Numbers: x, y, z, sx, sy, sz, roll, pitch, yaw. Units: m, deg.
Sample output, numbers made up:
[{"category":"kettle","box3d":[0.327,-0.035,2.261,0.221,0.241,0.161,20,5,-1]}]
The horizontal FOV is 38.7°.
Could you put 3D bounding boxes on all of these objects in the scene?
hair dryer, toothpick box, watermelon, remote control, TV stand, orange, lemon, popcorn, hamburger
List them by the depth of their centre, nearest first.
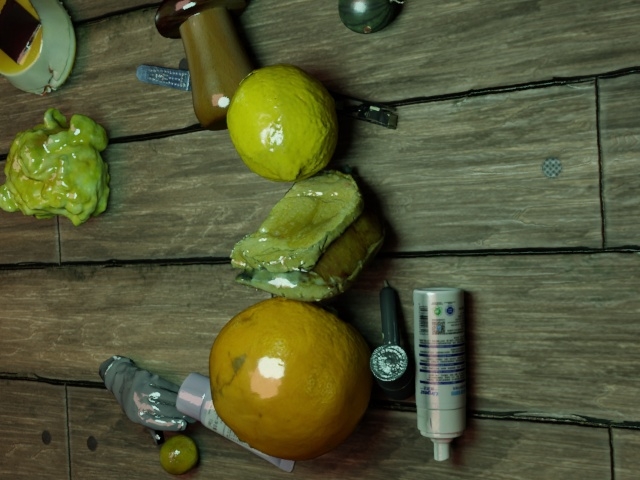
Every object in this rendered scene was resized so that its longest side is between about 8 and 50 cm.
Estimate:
[{"category":"hamburger","box3d":[0.000,0.000,1.657,0.211,0.309,0.133,21,144,36]},{"category":"watermelon","box3d":[0.096,-0.431,1.659,0.133,0.105,0.105,1,93,36]},{"category":"orange","box3d":[-0.055,0.247,1.674,0.312,0.312,0.312,2,93,34]},{"category":"hair dryer","box3d":[0.130,0.175,1.675,0.071,0.124,0.219,-10,63,11]},{"category":"lemon","box3d":[-0.068,-0.217,1.681,0.204,0.204,0.260,-36,50,30]},{"category":"TV stand","box3d":[0.037,-0.262,1.747,0.249,0.036,0.042,21,105,32]},{"category":"toothpick box","box3d":[-0.214,-0.379,1.829,0.192,0.192,0.295,-20,87,33]},{"category":"orange","box3d":[-0.310,0.468,1.984,0.095,0.085,0.085,-36,72,37]},{"category":"remote control","box3d":[-0.343,-0.361,2.006,0.152,0.027,0.044,16,95,31]},{"category":"popcorn","box3d":[-0.610,-0.164,2.076,0.250,0.235,0.242,1,68,16]},{"category":"hamburger","box3d":[-0.695,-0.492,2.168,0.227,0.151,0.295,-43,65,21]}]

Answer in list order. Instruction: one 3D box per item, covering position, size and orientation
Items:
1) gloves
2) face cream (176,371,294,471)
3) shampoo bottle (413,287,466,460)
[{"category":"gloves","box3d":[-0.388,0.349,2.008,0.285,0.119,0.142,21,105,32]},{"category":"face cream","box3d":[-0.162,0.360,1.885,0.273,0.096,0.154,20,100,19]},{"category":"shampoo bottle","box3d":[0.213,0.237,1.617,0.092,0.092,0.304,-1,92,34]}]
